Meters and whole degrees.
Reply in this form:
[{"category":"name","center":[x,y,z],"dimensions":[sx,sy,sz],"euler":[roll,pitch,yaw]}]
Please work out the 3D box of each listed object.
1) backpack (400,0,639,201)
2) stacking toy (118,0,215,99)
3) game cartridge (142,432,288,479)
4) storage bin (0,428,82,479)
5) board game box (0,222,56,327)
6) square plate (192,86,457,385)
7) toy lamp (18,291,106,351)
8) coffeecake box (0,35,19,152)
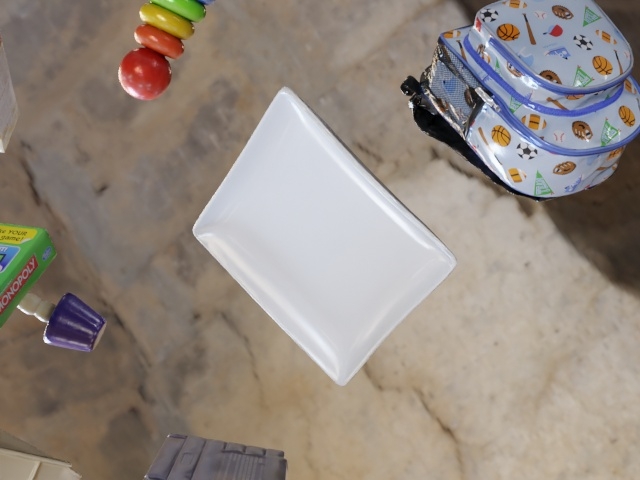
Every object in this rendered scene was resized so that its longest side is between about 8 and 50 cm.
[{"category":"backpack","center":[0.297,-0.194,1.518],"dimensions":[0.276,0.263,0.213],"euler":[-25,161,-25]},{"category":"stacking toy","center":[-0.246,-0.393,1.938],"dimensions":[0.330,0.141,0.141],"euler":[-65,166,6]},{"category":"game cartridge","center":[-0.170,0.404,1.938],"dimensions":[0.355,0.230,0.068],"euler":[-90,-166,-87]},{"category":"storage bin","center":[-0.430,0.228,1.190],"dimensions":[0.260,0.262,0.123],"euler":[36,74,-58]},{"category":"board game box","center":[-0.496,0.054,1.335],"dimensions":[0.213,0.317,0.046],"euler":[-64,151,-42]},{"category":"square plate","center":[0.000,0.000,1.676],"dimensions":[0.049,0.344,0.347],"euler":[-36,168,-45]},{"category":"toy lamp","center":[-0.426,0.075,1.573],"dimensions":[0.080,0.274,0.080],"euler":[25,90,-89]},{"category":"coffeecake box","center":[-0.467,-0.199,1.436],"dimensions":[0.142,0.068,0.185],"euler":[11,151,0]}]
